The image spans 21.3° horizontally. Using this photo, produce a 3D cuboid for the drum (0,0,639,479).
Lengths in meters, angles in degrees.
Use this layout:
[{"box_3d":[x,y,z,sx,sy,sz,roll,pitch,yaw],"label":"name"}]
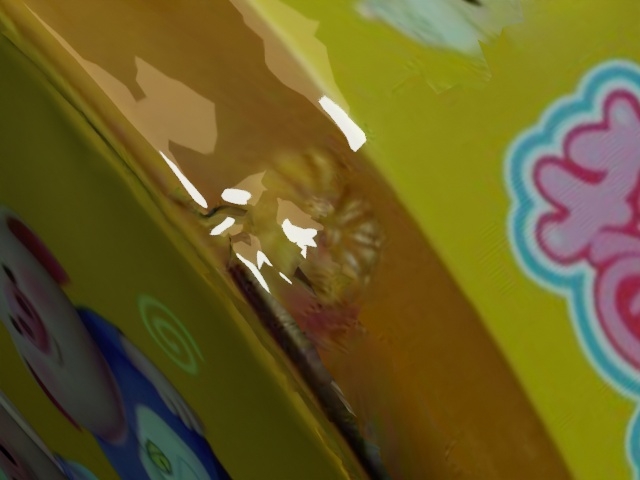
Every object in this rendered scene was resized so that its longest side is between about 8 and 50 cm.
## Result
[{"box_3d":[0.000,0.000,0.529,0.214,0.431,0.431,-36,62,-23],"label":"drum"}]
